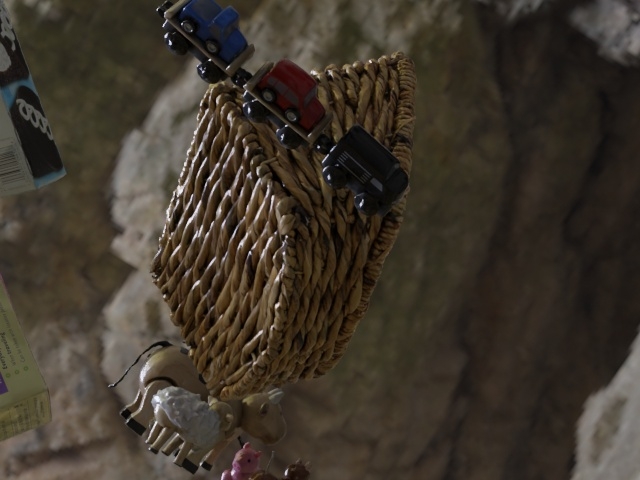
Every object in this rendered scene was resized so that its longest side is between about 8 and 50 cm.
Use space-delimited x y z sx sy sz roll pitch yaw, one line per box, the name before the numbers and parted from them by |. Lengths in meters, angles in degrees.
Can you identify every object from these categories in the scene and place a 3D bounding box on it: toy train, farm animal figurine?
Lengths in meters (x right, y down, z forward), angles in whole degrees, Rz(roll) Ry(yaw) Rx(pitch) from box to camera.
toy train | -0.018 -0.072 0.764 0.158 0.036 0.027 40 -132 -1
farm animal figurine | -0.147 0.256 2.189 0.327 0.172 0.330 40 174 -29

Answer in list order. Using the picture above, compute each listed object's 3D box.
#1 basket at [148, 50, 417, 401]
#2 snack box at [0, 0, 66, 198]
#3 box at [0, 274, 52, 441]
basket | 0.000 0.000 1.405 0.223 0.299 0.213 -13 -124 -30
snack box | -0.380 -0.186 1.413 0.060 0.187 0.322 -41 -63 -60
box | -0.434 0.127 1.575 0.213 0.243 0.117 63 162 18
